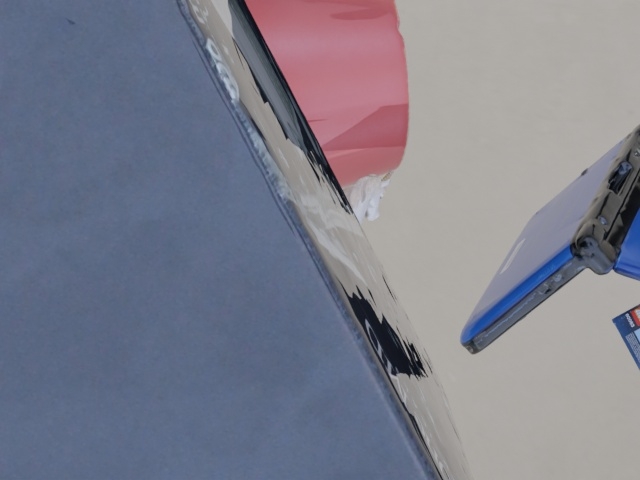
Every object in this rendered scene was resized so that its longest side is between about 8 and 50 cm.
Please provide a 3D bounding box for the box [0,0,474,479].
[{"bbox_3d":[-0.135,0.015,0.935,0.297,0.472,0.480,-27,101,5],"label":"box"}]

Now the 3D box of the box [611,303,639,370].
[{"bbox_3d":[0.401,0.117,1.669,0.044,0.233,0.159,-35,78,37],"label":"box"}]

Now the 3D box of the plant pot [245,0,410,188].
[{"bbox_3d":[-0.055,-0.149,1.560,0.243,0.275,0.275,-7,98,-11],"label":"plant pot"}]

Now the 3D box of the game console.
[{"bbox_3d":[0.299,0.023,1.527,0.173,0.293,0.250,46,122,-2],"label":"game console"}]

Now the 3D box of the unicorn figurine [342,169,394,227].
[{"bbox_3d":[0.000,0.000,1.380,0.161,0.060,0.111,-2,98,-24],"label":"unicorn figurine"}]
